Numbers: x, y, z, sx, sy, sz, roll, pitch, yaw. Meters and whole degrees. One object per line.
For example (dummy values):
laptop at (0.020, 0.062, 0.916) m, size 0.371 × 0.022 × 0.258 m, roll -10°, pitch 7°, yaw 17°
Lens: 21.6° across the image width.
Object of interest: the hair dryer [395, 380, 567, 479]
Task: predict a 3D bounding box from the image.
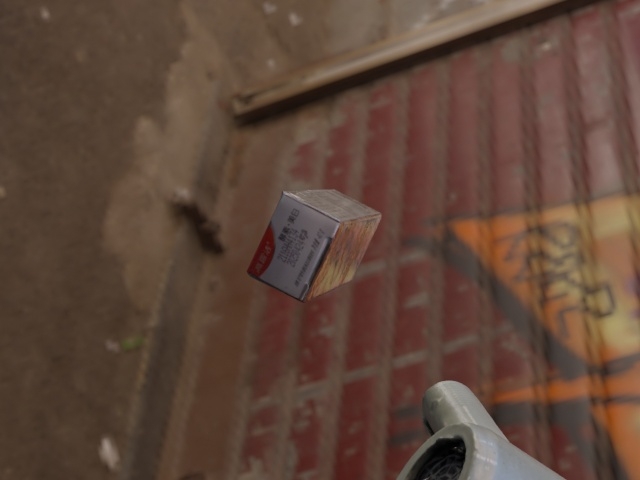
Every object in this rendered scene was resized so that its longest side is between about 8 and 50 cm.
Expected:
hair dryer at (0.085, 0.114, 0.841) m, size 0.131 × 0.073 × 0.236 m, roll 36°, pitch 10°, yaw -18°

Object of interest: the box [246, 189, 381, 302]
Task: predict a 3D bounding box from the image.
box at (0.000, 0.000, 1.040) m, size 0.055 × 0.040 × 0.218 m, roll -65°, pitch 173°, yaw 6°
